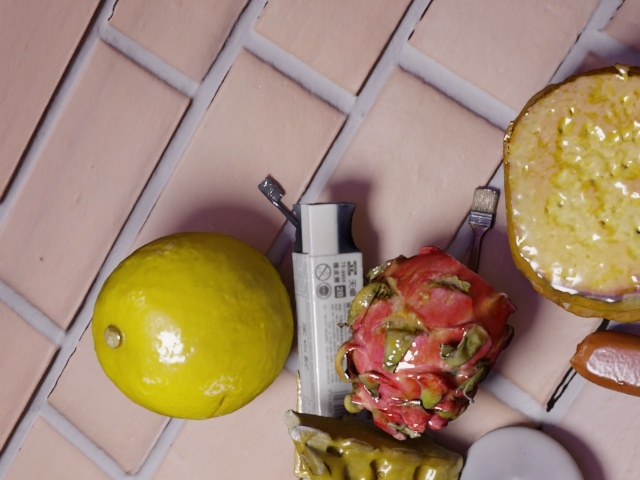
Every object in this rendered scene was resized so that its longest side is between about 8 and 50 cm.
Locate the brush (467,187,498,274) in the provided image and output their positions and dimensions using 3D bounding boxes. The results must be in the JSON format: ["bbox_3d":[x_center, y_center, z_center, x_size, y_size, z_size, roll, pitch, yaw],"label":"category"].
[{"bbox_3d":[0.261,-0.002,1.789,0.043,0.014,0.169,12,95,26],"label":"brush"}]

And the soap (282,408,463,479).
[{"bbox_3d":[0.037,0.461,1.727,0.169,0.305,0.338,29,105,67],"label":"soap"}]

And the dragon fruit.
[{"bbox_3d":[0.150,0.165,1.696,0.269,0.250,0.291,37,89,19],"label":"dragon fruit"}]

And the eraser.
[{"bbox_3d":[0.014,0.137,1.821,0.096,0.098,0.403,-175,81,-69],"label":"eraser"}]

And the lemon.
[{"bbox_3d":[-0.217,0.145,1.836,0.348,0.348,0.347,0,89,25],"label":"lemon"}]

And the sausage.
[{"bbox_3d":[0.548,0.203,1.608,0.349,0.097,0.094,11,101,24],"label":"sausage"}]

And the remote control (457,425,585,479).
[{"bbox_3d":[0.299,0.459,1.716,0.221,0.103,0.332,22,99,30],"label":"remote control"}]

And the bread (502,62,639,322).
[{"bbox_3d":[0.446,-0.066,1.598,0.398,0.215,0.398,1,93,20],"label":"bread"}]

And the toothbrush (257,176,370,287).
[{"bbox_3d":[-0.001,0.002,1.906,0.321,0.023,0.031,47,117,18],"label":"toothbrush"}]

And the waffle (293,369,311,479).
[{"bbox_3d":[0.011,0.328,1.890,0.125,0.032,0.190,4,93,26],"label":"waffle"}]
